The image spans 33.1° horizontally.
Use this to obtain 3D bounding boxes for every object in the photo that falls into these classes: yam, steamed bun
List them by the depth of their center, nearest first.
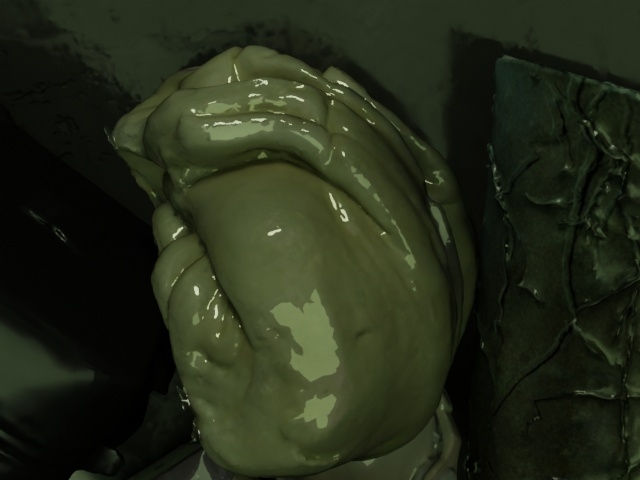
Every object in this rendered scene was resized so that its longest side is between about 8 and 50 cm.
[{"bbox_3d":[0.000,0.000,0.737,0.206,0.275,0.319,-21,67,8],"label":"steamed bun"},{"bbox_3d":[0.222,0.045,0.783,0.241,0.241,0.348,4,107,-2],"label":"yam"}]

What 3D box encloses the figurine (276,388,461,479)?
[{"bbox_3d":[0.036,0.189,0.860,0.163,0.141,0.236,-6,74,27],"label":"figurine"}]

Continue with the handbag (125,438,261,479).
[{"bbox_3d":[-0.083,0.253,0.902,0.117,0.095,0.173,-33,100,8],"label":"handbag"}]

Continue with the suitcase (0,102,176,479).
[{"bbox_3d":[-0.244,0.014,0.708,0.339,0.345,0.188,37,97,-9],"label":"suitcase"}]
